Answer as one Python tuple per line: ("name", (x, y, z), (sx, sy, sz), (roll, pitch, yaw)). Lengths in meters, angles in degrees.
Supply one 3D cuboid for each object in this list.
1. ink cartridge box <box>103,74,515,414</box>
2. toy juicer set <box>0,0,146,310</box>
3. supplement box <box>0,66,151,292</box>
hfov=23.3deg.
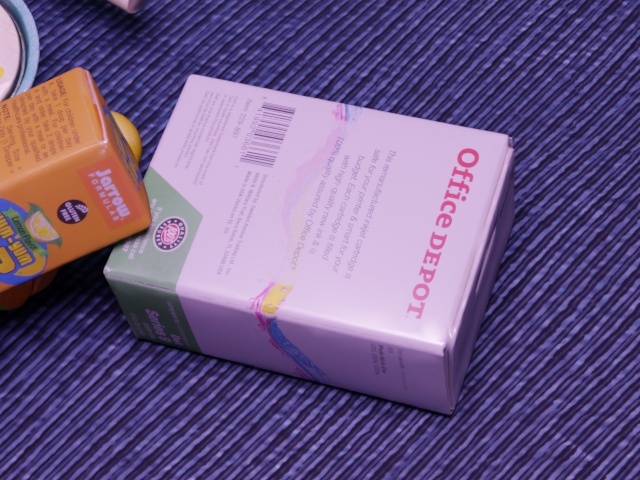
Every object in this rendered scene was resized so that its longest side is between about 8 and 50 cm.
("ink cartridge box", (0.000, 0.000, 0.946), (0.212, 0.093, 0.154), (11, 61, 16))
("toy juicer set", (-0.212, -0.109, 1.011), (0.209, 0.089, 0.329), (11, 71, 10))
("supplement box", (-0.221, -0.009, 0.901), (0.233, 0.078, 0.080), (-26, 45, -1))
